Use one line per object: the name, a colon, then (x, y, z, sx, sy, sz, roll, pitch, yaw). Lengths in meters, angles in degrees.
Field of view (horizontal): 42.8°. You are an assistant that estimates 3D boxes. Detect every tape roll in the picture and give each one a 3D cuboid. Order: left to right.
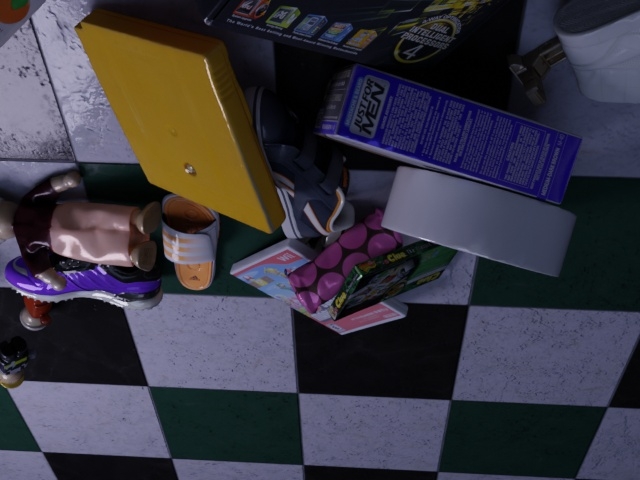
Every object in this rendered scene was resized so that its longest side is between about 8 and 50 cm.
tape roll: (0.239, -0.030, 1.254, 0.286, 0.286, 0.100, 15, 94, -10)

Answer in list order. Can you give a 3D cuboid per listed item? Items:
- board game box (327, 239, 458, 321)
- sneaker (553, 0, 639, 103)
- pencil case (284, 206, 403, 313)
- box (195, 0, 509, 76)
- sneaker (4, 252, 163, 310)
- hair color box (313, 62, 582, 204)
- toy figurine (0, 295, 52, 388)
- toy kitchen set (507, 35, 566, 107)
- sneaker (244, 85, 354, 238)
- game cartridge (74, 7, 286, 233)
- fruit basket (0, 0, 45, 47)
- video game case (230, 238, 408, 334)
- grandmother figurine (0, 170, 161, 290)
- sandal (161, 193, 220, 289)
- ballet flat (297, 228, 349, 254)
board game box: (0.138, 0.055, 1.417, 0.259, 0.030, 0.136, -18, 148, -36)
sneaker: (0.476, -0.280, 1.091, 0.292, 0.108, 0.169, -12, 142, 24)
pencil case: (0.042, 0.033, 1.395, 0.209, 0.095, 0.098, -35, 164, 4)
box: (0.091, -0.341, 0.924, 0.395, 0.097, 0.318, 2, 147, -47)
sneaker: (-0.439, 0.038, 1.527, 0.293, 0.102, 0.146, 6, 131, -6)
hair color box: (0.174, -0.152, 1.175, 0.339, 0.185, 0.110, 17, 95, -11)
toy figurine: (-0.642, 0.163, 1.592, 0.213, 0.209, 0.148, 17, 142, -12)
toy kitchen set: (0.311, -0.249, 1.142, 0.075, 0.083, 0.068, -28, 129, 31)
sneaker: (-0.025, -0.123, 1.285, 0.127, 0.126, 0.321, -3, 146, 14)
game cartridge: (-0.202, -0.175, 1.196, 0.285, 0.053, 0.324, 23, 146, 33)
fruit basket: (-0.525, -0.305, 0.994, 0.353, 0.165, 0.327, -42, 143, 0)
video game case: (-0.003, 0.094, 1.552, 0.285, 0.025, 0.204, 32, 148, -26)
grandmother figurine: (-0.458, -0.017, 1.431, 0.342, 0.208, 0.104, 9, 174, 12)
sandal: (-0.234, 0.024, 1.497, 0.102, 0.076, 0.265, 3, 138, 2)
ballet flat: (0.000, 0.000, 1.466, 0.057, 0.052, 0.168, 23, 135, -20)
